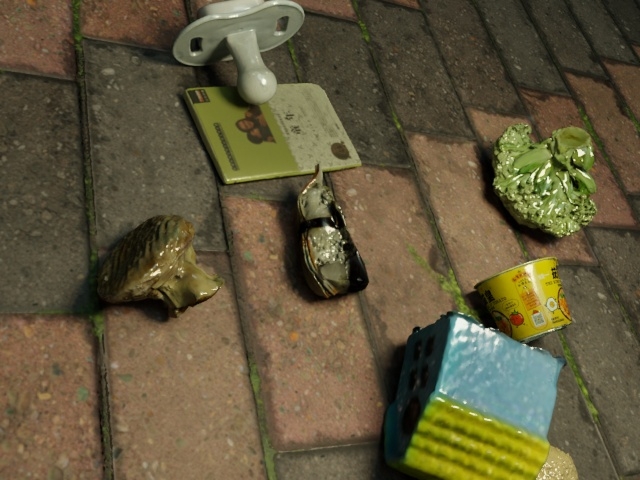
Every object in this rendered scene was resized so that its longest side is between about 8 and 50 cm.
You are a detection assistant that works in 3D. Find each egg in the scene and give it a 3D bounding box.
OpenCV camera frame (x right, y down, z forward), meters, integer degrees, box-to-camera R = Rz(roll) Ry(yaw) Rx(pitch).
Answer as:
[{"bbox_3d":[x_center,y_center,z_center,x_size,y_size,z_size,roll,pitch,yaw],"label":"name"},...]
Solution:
[{"bbox_3d":[0.391,0.418,1.232,0.140,0.118,0.116,-5,77,-23],"label":"egg"}]

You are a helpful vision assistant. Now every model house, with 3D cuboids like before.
[{"bbox_3d":[0.254,0.301,1.175,0.237,0.215,0.303,23,64,-10],"label":"model house"}]

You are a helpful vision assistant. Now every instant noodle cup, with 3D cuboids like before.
[{"bbox_3d":[0.428,0.132,1.430,0.182,0.182,0.144,-8,70,-34],"label":"instant noodle cup"}]

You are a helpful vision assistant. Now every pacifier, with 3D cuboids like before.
[{"bbox_3d":[-0.159,-0.382,1.434,0.287,0.238,0.226,-15,79,-16],"label":"pacifier"}]

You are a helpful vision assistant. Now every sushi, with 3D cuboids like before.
[{"bbox_3d":[-0.004,-0.014,1.325,0.109,0.134,0.273,-20,77,-5],"label":"sushi"}]

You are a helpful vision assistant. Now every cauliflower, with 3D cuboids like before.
[{"bbox_3d":[0.549,-0.157,1.650,0.275,0.250,0.272,25,47,-6],"label":"cauliflower"}]

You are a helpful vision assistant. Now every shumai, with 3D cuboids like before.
[{"bbox_3d":[-0.255,0.054,1.121,0.153,0.161,0.209,47,20,-22],"label":"shumai"}]

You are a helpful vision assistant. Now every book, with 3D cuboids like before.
[{"bbox_3d":[-0.093,-0.236,1.481,0.352,0.035,0.239,-11,65,-36],"label":"book"}]
